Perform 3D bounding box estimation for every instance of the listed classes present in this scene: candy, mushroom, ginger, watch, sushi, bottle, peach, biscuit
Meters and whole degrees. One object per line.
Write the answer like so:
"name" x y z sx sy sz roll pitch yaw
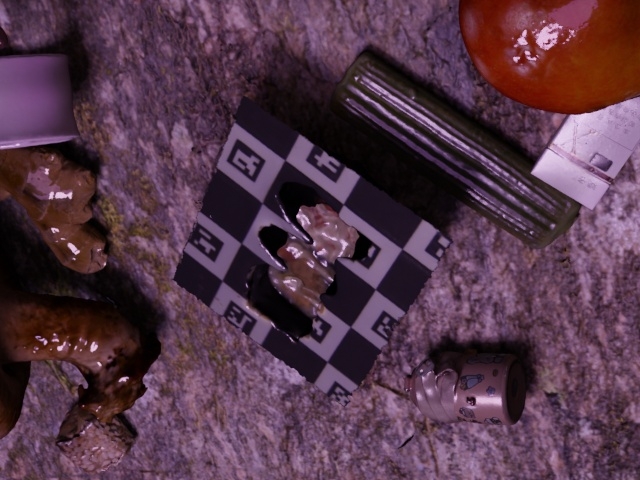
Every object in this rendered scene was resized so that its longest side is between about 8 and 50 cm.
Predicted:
"candy" -0.331 0.286 2.159 0.095 0.085 0.110 -29 118 27
"mushroom" -0.430 0.111 1.928 0.356 0.331 0.334 -6 115 22
"ginger" -0.385 -0.094 1.936 0.333 0.081 0.148 46 142 -10
"watch" -0.413 -0.138 1.764 0.231 0.244 0.196 -4 96 18
"sushi" 0.000 0.000 1.839 0.296 0.100 0.373 35 139 8
"bottle" 0.177 0.187 1.882 0.152 0.099 0.099 1 122 25
"peach" 0.260 -0.233 1.502 0.243 0.199 0.243 13 138 12
"biscuit" 0.157 -0.099 1.736 0.322 0.038 0.099 35 125 -3

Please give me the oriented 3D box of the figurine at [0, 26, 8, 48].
"figurine" -0.531 -0.391 1.744 0.154 0.193 0.421 16 134 61

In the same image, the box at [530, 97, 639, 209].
"box" 0.310 -0.117 1.659 0.084 0.040 0.154 29 126 0
